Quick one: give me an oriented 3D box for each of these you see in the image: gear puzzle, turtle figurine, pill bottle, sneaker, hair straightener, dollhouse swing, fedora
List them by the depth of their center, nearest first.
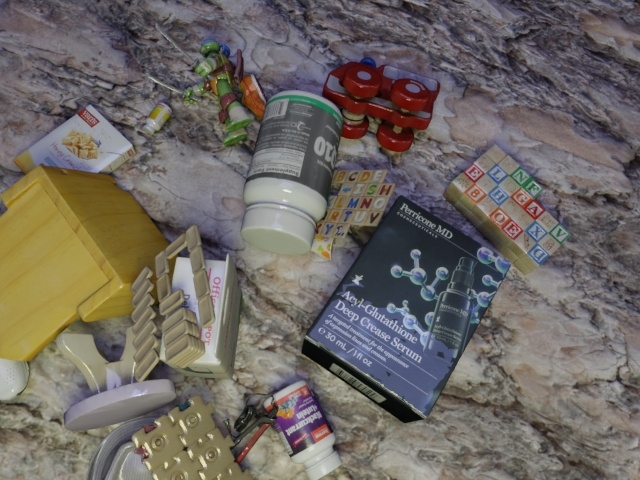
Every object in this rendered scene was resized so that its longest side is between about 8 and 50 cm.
[{"bbox_3d":[-0.230,0.490,1.120,0.175,0.044,0.339,-27,87,-40],"label":"gear puzzle"},{"bbox_3d":[-0.368,0.500,1.144,0.243,0.124,0.276,-2,71,-6],"label":"fedora"},{"bbox_3d":[-0.173,0.405,1.185,0.089,0.047,0.230,40,104,11],"label":"hair straightener"},{"bbox_3d":[-0.034,0.410,1.211,0.108,0.108,0.193,-27,75,-13],"label":"pill bottle"},{"bbox_3d":[-0.745,0.221,1.213,0.111,0.129,0.297,-38,78,-17],"label":"sneaker"},{"bbox_3d":[-0.566,0.064,1.278,0.305,0.315,0.347,-46,74,16],"label":"dollhouse swing"},{"bbox_3d":[-0.072,-0.161,1.363,0.204,0.204,0.361,11,70,0],"label":"pill bottle"},{"bbox_3d":[-0.301,-0.376,1.426,0.274,0.198,0.266,-19,80,-51],"label":"turtle figurine"},{"bbox_3d":[-0.430,-0.319,1.476,0.043,0.043,0.083,28,70,6],"label":"pill bottle"},{"bbox_3d":[-0.172,-0.365,1.514,0.067,0.064,0.175,-29,69,9],"label":"sneaker"}]

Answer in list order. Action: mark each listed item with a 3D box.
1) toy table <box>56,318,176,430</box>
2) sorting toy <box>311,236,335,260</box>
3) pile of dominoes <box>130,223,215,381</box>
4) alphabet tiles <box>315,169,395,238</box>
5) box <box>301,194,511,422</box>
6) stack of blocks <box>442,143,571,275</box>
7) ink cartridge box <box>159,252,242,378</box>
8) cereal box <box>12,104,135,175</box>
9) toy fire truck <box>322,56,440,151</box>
[{"bbox_3d":[-0.426,0.280,1.169,0.274,0.252,0.161,-22,66,17],"label":"toy table"},{"bbox_3d":[0.000,0.000,1.403,0.075,0.045,0.083,9,68,19],"label":"sorting toy"},{"bbox_3d":[-0.270,0.117,1.037,0.196,0.040,0.251,-36,47,17],"label":"pile of dominoes"},{"bbox_3d":[0.065,-0.092,1.371,0.237,0.009,0.198,6,62,42],"label":"alphabet tiles"},{"bbox_3d":[0.186,0.156,1.265,0.293,0.212,0.395,32,70,8],"label":"box"},{"bbox_3d":[0.485,-0.080,1.438,0.171,0.087,0.297,-39,77,-16],"label":"stack of blocks"},{"bbox_3d":[-0.238,0.162,1.153,0.119,0.353,0.207,5,70,-2],"label":"ink cartridge box"},{"bbox_3d":[-0.619,-0.213,1.421,0.173,0.047,0.240,42,73,10],"label":"cereal box"},{"bbox_3d":[0.164,-0.393,1.506,0.302,0.169,0.254,16,46,1],"label":"toy fire truck"}]
